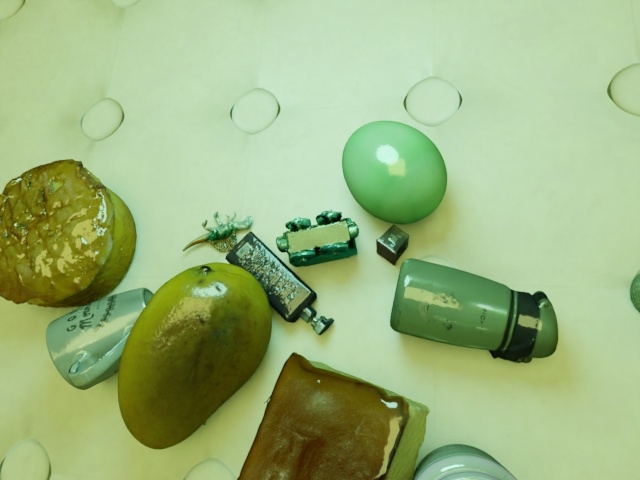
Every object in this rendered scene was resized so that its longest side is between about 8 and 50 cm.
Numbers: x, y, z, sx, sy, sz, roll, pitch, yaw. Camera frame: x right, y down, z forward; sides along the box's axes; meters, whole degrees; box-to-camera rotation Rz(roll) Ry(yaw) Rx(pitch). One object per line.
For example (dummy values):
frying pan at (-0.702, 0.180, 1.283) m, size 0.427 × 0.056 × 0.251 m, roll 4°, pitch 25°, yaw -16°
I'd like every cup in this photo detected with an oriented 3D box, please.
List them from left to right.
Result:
cup at (-0.497, 0.238, 1.140) m, size 0.234 × 0.258 × 0.186 m, roll -27°, pitch 113°, yaw -3°

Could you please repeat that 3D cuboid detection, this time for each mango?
mango at (-0.285, 0.261, 1.082) m, size 0.445 × 0.301 × 0.220 m, roll -64°, pitch 30°, yaw 5°

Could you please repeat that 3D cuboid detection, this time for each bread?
bread at (-0.681, -0.016, 1.270) m, size 0.398 × 0.215 × 0.398 m, roll -4°, pitch 71°, yaw 11°
bread at (0.014, 0.425, 0.963) m, size 0.333 × 0.143 × 0.324 m, roll 9°, pitch 73°, yaw 42°

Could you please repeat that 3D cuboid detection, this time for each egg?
egg at (0.170, -0.162, 1.128) m, size 0.220 × 0.220 × 0.270 m, roll -38°, pitch 61°, yaw -1°

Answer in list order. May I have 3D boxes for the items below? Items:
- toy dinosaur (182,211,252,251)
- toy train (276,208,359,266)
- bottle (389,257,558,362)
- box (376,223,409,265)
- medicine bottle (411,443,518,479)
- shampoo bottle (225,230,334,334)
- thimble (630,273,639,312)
toy dinosaur at (-0.267, -0.012, 1.274) m, size 0.106 × 0.044 × 0.187 m, roll 39°, pitch 83°, yaw 5°
toy train at (0.000, 0.000, 1.150) m, size 0.197 × 0.154 × 0.107 m, roll -12°, pitch 74°, yaw 9°
bottle at (0.329, 0.155, 1.030) m, size 0.347 × 0.168 × 0.168 m, roll 14°, pitch 76°, yaw 11°
box at (0.174, 0.010, 1.150) m, size 0.060 × 0.085 × 0.063 m, roll 36°, pitch 75°, yaw 21°
medicine bottle at (0.254, 0.477, 0.828) m, size 0.213 × 0.379 × 0.214 m, roll -4°, pitch 72°, yaw 12°
shampoo bottle at (-0.098, 0.113, 1.178) m, size 0.098 × 0.071 × 0.309 m, roll -46°, pitch 70°, yaw -5°
thimble at (0.708, 0.107, 1.014) m, size 0.084 × 0.062 × 0.110 m, roll 8°, pitch 75°, yaw 14°
